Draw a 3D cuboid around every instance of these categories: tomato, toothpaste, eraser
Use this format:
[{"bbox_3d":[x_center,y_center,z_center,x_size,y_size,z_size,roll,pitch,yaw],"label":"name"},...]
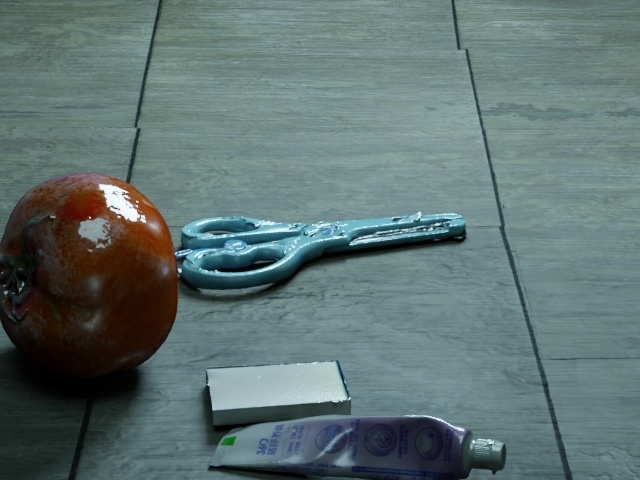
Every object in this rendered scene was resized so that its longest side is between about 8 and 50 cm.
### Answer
[{"bbox_3d":[-0.253,0.037,2.108,0.189,0.232,0.232,8,17,-38],"label":"tomato"},{"bbox_3d":[0.039,0.214,1.937,0.301,0.048,0.075,1,53,16],"label":"toothpaste"},{"bbox_3d":[-0.047,0.165,2.053,0.150,0.023,0.104,-3,23,-7],"label":"eraser"}]

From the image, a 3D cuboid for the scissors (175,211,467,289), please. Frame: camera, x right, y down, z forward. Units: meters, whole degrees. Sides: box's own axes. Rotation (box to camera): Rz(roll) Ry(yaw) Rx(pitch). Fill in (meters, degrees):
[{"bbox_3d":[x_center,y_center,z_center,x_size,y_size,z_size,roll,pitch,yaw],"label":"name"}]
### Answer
[{"bbox_3d":[0.000,-0.001,2.384,0.393,0.032,0.180,-6,28,-14],"label":"scissors"}]
